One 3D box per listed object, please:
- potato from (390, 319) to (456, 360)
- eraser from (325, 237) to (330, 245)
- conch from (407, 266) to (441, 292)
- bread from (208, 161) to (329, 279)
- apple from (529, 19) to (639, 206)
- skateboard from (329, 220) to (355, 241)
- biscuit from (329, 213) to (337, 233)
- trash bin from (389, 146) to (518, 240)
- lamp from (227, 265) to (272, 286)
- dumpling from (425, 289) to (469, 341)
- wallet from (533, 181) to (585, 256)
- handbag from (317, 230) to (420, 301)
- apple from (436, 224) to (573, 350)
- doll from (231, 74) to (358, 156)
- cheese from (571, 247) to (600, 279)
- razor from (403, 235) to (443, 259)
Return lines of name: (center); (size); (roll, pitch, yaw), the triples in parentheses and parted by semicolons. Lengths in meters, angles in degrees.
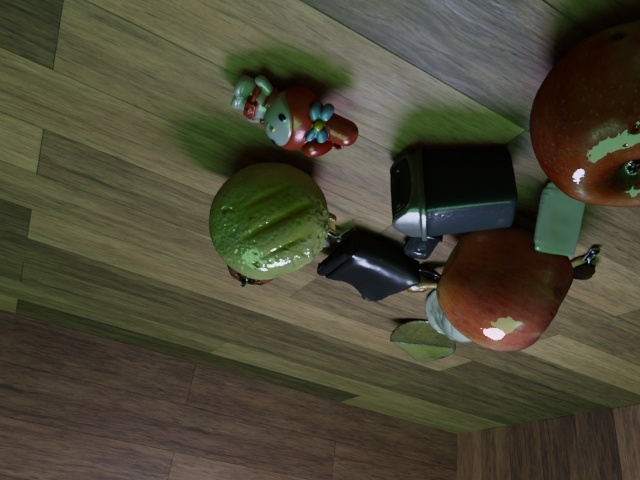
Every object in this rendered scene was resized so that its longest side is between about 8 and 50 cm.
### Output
potato: (0.431, 0.437, 2.324); (0.269, 0.112, 0.255); (7, 153, 7)
eraser: (0.000, 0.000, 1.727); (0.052, 0.029, 0.122); (-1, 169, 7)
conch: (0.357, 0.133, 1.850); (0.232, 0.086, 0.080); (-11, -175, 25)
bread: (-0.137, -0.053, 1.445); (0.320, 0.321, 0.237); (10, 169, -3)
apple: (0.571, -0.224, 1.002); (0.348, 0.277, 0.349); (7, 149, 4)
skateboard: (0.065, -0.035, 1.669); (0.083, 0.032, 0.063); (-32, 137, 31)
biscuit: (-0.036, -0.053, 1.689); (0.183, 0.027, 0.133); (9, 151, -3)
trash bin: (0.317, -0.119, 1.320); (0.290, 0.210, 0.182); (-4, 146, 10)
lamp: (-0.236, 0.094, 1.875); (0.181, 0.140, 0.182); (4, 154, 2)
dumpling: (0.498, 0.263, 1.999); (0.226, 0.244, 0.175); (12, -165, 29)
wallet: (0.616, -0.054, 1.396); (0.124, 0.183, 0.032); (9, -179, -10)
handbag: (0.155, 0.098, 1.792); (0.285, 0.114, 0.257); (25, 141, -23)
apple: (0.512, 0.125, 1.544); (0.363, 0.364, 0.364); (6, 150, 4)
doll: (-0.057, -0.274, 1.215); (0.290, 0.130, 0.161); (26, 142, -2)
cheese: (0.820, 0.070, 1.675); (0.086, 0.036, 0.163); (8, 150, 6)
razor: (0.316, 0.002, 1.666); (0.089, 0.054, 0.148); (12, 149, -6)
